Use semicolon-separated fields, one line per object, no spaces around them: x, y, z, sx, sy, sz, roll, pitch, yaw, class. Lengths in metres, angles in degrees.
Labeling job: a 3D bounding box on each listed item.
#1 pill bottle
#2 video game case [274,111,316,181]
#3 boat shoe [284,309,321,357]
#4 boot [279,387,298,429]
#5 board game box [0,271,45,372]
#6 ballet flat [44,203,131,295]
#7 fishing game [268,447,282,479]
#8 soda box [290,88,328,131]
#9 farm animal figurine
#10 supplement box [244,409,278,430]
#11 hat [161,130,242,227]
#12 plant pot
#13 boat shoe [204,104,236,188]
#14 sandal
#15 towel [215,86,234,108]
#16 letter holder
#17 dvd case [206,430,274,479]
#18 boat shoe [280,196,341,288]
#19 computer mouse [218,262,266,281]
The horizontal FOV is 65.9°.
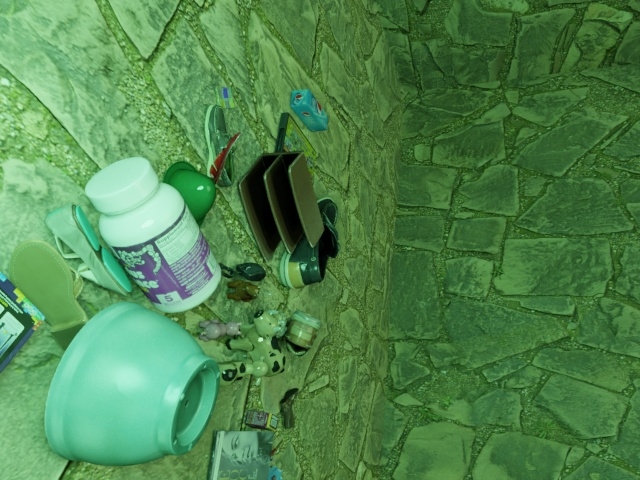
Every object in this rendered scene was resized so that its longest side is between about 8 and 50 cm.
-0.330;-0.008;0.986;0.169;0.170;0.301;-70;150;-43;pill bottle
-0.092;-0.283;1.797;0.275;0.035;0.248;46;47;-59;video game case
-0.076;0.323;1.634;0.324;0.123;0.116;96;16;-68;boat shoe
-0.102;0.589;1.726;0.106;0.037;0.114;-32;117;-51;boot
-0.502;0.111;0.704;0.141;0.048;0.170;-67;149;-42;board game box
-0.422;0.028;0.897;0.072;0.068;0.213;-123;-168;-52;ballet flat
-0.153;0.823;1.581;0.189;0.041;0.263;-17;103;-68;fishing game
-0.040;-0.494;1.888;0.210;0.071;0.067;34;58;-64;soda box
-0.180;0.281;1.353;0.326;0.172;0.330;65;31;-46;farm animal figurine
-0.176;0.538;1.474;0.055;0.083;0.043;60;36;-52;supplement box
-0.253;-0.114;1.166;0.208;0.184;0.172;66;31;-45;hat
-0.308;0.276;0.903;0.293;0.197;0.292;12;90;-77;plant pot
-0.258;-0.250;1.312;0.080;0.074;0.223;-2;92;-69;boat shoe
-0.448;0.081;0.843;0.079;0.088;0.239;-115;-166;-54;sandal
-0.268;-0.400;1.382;0.083;0.010;0.060;-35;120;-65;towel
-0.120;-0.098;1.559;0.214;0.152;0.301;-62;144;-48;letter holder
-0.218;0.614;1.365;0.221;0.018;0.164;26;65;-47;dvd case
0.000;0.000;1.859;0.500;0.156;0.186;-64;144;-52;boat shoe
-0.226;0.077;1.381;0.041;0.071;0.242;-53;156;10;computer mouse
